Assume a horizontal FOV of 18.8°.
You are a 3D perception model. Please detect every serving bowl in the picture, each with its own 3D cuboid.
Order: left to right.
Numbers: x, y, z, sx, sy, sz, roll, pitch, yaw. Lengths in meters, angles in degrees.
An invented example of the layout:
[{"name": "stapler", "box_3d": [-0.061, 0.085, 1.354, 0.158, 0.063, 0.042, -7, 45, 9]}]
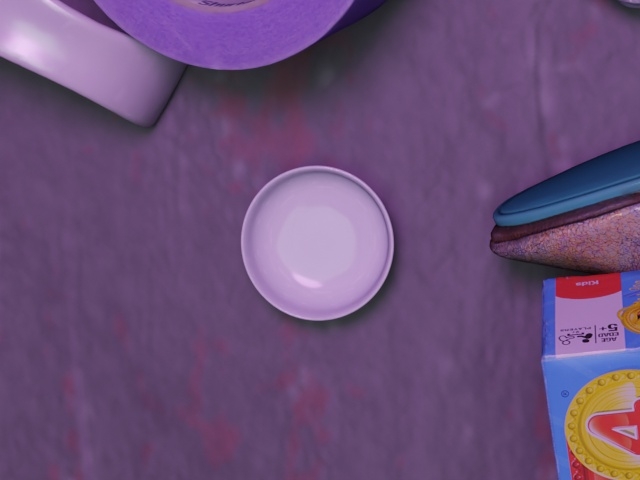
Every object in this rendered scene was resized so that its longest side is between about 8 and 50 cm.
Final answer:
[{"name": "serving bowl", "box_3d": [0.000, 0.000, 1.042, 0.083, 0.027, 0.083, 1, 97, 9]}]

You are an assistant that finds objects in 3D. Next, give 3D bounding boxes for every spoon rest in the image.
[{"name": "spoon rest", "box_3d": [-0.202, -0.150, 1.031, 0.276, 0.084, 0.137, 29, 100, 4]}]

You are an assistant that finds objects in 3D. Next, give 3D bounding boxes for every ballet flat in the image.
[{"name": "ballet flat", "box_3d": [0.243, -0.028, 0.964, 0.316, 0.107, 0.106, -24, 99, 12]}]

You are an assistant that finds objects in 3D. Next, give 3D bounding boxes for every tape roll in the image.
[{"name": "tape roll", "box_3d": [-0.039, -0.186, 0.972, 0.189, 0.080, 0.189, 9, 113, 23]}]

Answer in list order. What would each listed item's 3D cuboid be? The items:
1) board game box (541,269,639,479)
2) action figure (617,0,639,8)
[{"name": "board game box", "box_3d": [0.276, 0.155, 0.942, 0.302, 0.086, 0.308, -7, 113, 10]}, {"name": "action figure", "box_3d": [0.123, -0.189, 0.983, 0.232, 0.063, 0.137, 35, 111, 7]}]
